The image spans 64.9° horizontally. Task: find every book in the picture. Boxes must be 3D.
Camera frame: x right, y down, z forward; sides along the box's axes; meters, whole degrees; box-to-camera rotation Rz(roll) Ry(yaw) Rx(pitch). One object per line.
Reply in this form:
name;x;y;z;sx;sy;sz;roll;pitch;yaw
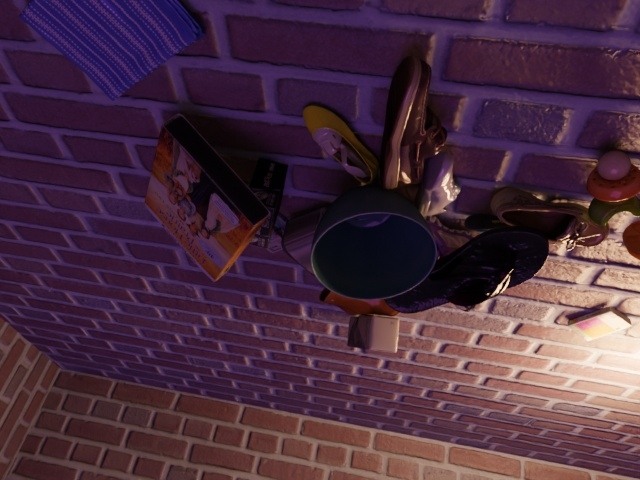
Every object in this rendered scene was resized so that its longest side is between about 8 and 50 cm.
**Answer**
book;0.847;0.252;1.532;0.096;0.035;0.144;30;141;-18

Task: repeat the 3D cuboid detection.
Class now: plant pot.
plant pot;0.121;-0.023;1.221;0.290;0.195;0.290;0;135;0

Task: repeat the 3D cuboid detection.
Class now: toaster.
toaster;0.000;0.000;1.380;0.146;0.129;0.227;-22;130;35

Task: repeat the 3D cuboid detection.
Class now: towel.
towel;-0.416;-0.427;0.995;0.336;0.040;0.243;-17;135;36

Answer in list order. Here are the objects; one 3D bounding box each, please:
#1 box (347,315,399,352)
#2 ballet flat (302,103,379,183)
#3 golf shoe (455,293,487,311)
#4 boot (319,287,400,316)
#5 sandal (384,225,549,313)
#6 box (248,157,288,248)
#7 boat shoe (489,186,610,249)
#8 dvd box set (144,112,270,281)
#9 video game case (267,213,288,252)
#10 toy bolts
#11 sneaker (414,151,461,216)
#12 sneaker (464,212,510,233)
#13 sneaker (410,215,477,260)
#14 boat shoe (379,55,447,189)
box;0.170;0.310;1.676;0.094;0.113;0.275;8;168;-10
ballet flat;0.047;-0.206;1.116;0.077;0.077;0.231;-22;132;41
golf shoe;0.407;0.119;1.414;0.120;0.105;0.273;16;157;4
boot;0.132;0.174;1.583;0.211;0.104;0.295;17;153;-21
sandal;0.347;0.106;1.231;0.445;0.107;0.167;-29;117;36
box;-0.146;-0.092;1.278;0.077;0.147;0.180;15;146;-3
boat shoe;0.531;-0.037;1.159;0.285;0.089;0.105;15;124;-1
dvd box set;-0.307;-0.081;1.270;0.308;0.062;0.420;49;148;0
video game case;-0.141;-0.024;1.484;0.157;0.019;0.143;-20;133;40
toy bolts;0.667;-0.096;0.979;0.228;0.218;0.158;-19;131;12
sneaker;0.284;-0.129;1.162;0.094;0.080;0.212;1;152;-3
sneaker;0.433;-0.031;1.255;0.144;0.053;0.059;6;147;13
sneaker;0.323;0.016;1.312;0.236;0.105;0.095;23;142;-18
boat shoe;0.196;-0.223;1.019;0.123;0.123;0.342;1;147;0
